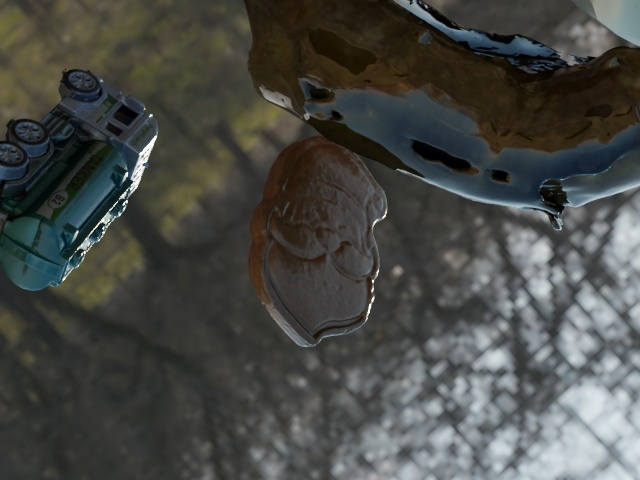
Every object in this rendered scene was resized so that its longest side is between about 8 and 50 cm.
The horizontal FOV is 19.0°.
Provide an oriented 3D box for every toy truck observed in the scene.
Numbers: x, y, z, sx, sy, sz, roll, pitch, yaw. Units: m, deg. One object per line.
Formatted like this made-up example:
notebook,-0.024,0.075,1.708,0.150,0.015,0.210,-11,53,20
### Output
toy truck,-0.083,-0.020,0.623,0.083,0.044,0.039,-56,173,-51

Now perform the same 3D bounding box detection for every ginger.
ginger,0.075,-0.093,1.086,0.107,0.309,0.133,-19,125,-83

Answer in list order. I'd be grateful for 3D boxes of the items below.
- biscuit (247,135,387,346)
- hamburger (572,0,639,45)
biscuit,0.000,0.000,1.134,0.019,0.102,0.130,-13,-128,44
hamburger,0.273,-0.263,1.294,0.276,0.294,0.179,-9,144,-4
